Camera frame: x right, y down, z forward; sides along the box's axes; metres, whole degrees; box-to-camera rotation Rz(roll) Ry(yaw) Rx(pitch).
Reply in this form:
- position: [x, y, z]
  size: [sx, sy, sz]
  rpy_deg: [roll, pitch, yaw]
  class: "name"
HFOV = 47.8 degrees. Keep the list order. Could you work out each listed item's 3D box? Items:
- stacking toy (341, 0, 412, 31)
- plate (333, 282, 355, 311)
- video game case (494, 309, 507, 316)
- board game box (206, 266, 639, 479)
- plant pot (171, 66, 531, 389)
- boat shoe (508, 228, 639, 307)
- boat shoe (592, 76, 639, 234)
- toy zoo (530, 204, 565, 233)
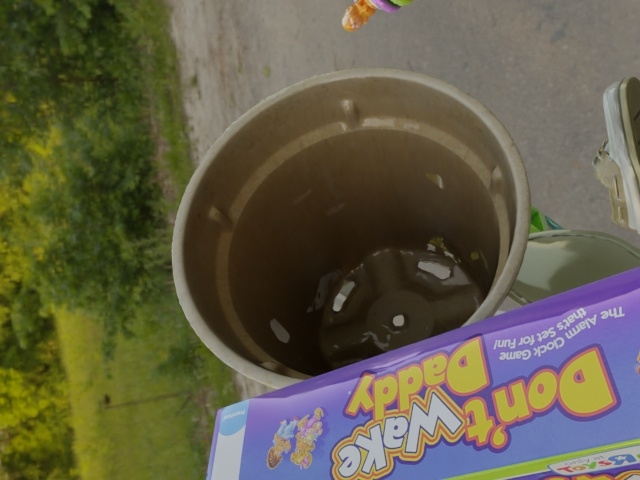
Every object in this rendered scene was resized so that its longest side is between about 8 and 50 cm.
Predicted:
- position: [0.145, -0.512, 1.410]
  size: [0.302, 0.166, 0.175]
  rpy_deg: [-32, 41, 38]
  class: "stacking toy"
- position: [0.000, 0.000, 1.125]
  size: [0.045, 0.277, 0.278]
  rpy_deg: [-33, 34, 34]
  class: "plate"
- position: [0.316, 0.239, 1.296]
  size: [0.206, 0.026, 0.227]
  rpy_deg: [5, 87, 40]
  class: "video game case"
- position: [0.137, 0.130, 0.405]
  size: [0.347, 0.233, 0.078]
  rpy_deg: [-26, 44, 34]
  class: "board game box"
- position: [0.059, 0.043, 0.780]
  size: [0.334, 0.334, 0.305]
  rpy_deg: [66, -176, 32]
  class: "plant pot"
- position: [0.362, 0.072, 0.794]
  size: [0.340, 0.113, 0.127]
  rpy_deg: [5, 64, 32]
  class: "boat shoe"
- position: [0.519, -0.132, 1.230]
  size: [0.103, 0.113, 0.302]
  rpy_deg: [4, 130, 46]
  class: "boat shoe"
- position: [0.391, 0.038, 1.064]
  size: [0.030, 0.293, 0.192]
  rpy_deg: [-54, -3, 19]
  class: "toy zoo"
